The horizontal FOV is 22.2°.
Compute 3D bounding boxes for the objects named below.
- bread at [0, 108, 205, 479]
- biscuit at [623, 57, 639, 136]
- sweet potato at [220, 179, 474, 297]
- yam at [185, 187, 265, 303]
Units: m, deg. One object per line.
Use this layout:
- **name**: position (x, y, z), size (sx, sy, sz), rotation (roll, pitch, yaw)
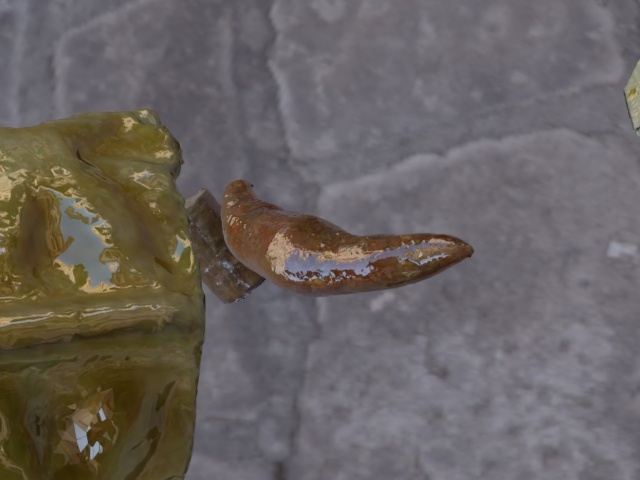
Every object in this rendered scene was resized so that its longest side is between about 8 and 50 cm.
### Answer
- **bread**: position (-0.183, 0.056, 0.792), size (0.196, 0.252, 0.238), rotation (121, 146, -47)
- **biscuit**: position (0.443, -0.223, 1.805), size (0.252, 0.052, 0.150), rotation (-40, 27, 25)
- **sweet potato**: position (-0.006, 0.005, 1.098), size (0.255, 0.078, 0.058), rotation (13, 129, 54)
- **yam**: position (-0.118, 0.006, 1.826), size (0.084, 0.084, 0.127), rotation (-30, 108, 28)
